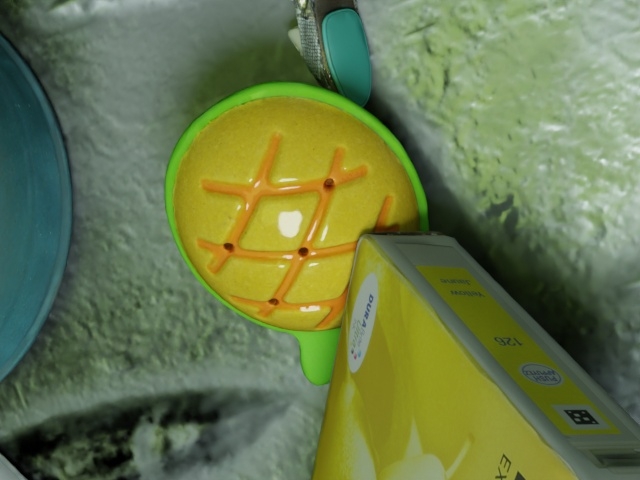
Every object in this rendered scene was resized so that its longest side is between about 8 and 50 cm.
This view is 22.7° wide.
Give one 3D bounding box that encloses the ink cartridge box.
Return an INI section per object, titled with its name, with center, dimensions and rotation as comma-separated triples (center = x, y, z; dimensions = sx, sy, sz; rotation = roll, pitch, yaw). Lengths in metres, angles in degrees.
[ink cartridge box]
center = 0.071, 0.197, 0.715
dimensions = 0.072, 0.307, 0.303
rotation = 2, 115, -22

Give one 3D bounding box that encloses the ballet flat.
[ballet flat]
center = -0.001, -0.122, 0.833
dimensions = 0.041, 0.041, 0.114
rotation = -8, 96, 17

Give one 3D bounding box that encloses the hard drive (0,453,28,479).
[hard drive]
center = -0.255, 0.199, 0.953
dimensions = 0.307, 0.040, 0.203
rotation = 44, 107, 5

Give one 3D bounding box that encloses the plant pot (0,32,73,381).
[plant pot]
center = -0.291, -0.020, 0.789
dimensions = 0.272, 0.255, 0.271
rotation = 0, 89, 9

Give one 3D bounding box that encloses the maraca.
[maraca]
center = 0.000, 0.000, 0.821
dimensions = 0.127, 0.099, 0.185
rotation = -32, 114, 14
